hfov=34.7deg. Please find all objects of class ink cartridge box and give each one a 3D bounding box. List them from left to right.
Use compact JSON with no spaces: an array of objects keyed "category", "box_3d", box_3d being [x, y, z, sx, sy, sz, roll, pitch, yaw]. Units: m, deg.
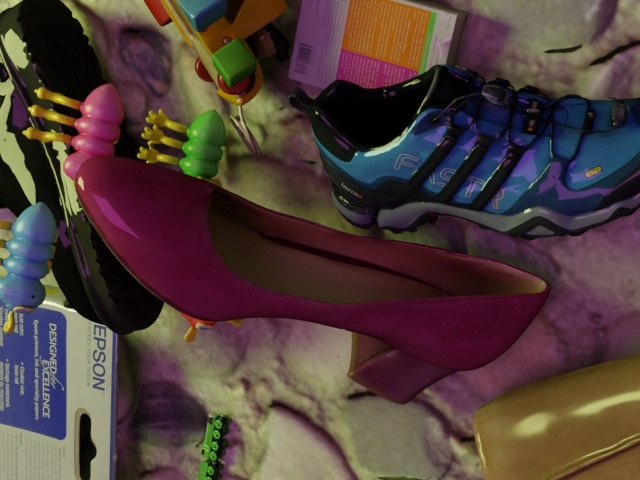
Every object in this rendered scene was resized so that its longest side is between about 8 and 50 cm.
[{"category":"ink cartridge box","box_3d":[-0.336,0.193,1.131,0.307,0.072,0.303,9,104,21]}]

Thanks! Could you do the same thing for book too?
[{"category":"book","box_3d":[0.046,-0.168,0.887,0.144,0.035,0.096,21,113,20]}]

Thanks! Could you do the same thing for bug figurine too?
[{"category":"bug figurine","box_3d":[-0.161,-0.020,0.888,0.072,0.279,0.216,10,90,44]}]

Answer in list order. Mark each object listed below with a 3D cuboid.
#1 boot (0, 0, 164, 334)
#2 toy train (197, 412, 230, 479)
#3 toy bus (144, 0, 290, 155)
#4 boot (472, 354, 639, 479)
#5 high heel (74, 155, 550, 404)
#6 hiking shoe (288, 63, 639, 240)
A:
[{"category":"boot","box_3d":[-0.312,-0.047,1.027,0.260,0.131,0.348,-20,87,25]},{"category":"toy train","box_3d":[-0.111,0.214,1.056,0.024,0.017,0.083,21,110,31]},{"category":"toy bus","box_3d":[-0.078,-0.205,0.891,0.104,0.202,0.191,-35,70,-7]},{"category":"boot","box_3d":[0.260,0.194,0.784,0.269,0.089,0.236,-35,56,40]},{"category":"high heel","box_3d":[0.000,0.000,0.824,0.377,0.127,0.181,28,128,-28]},{"category":"hiking shoe","box_3d":[0.129,-0.076,0.796,0.304,0.113,0.132,-6,140,25]}]
